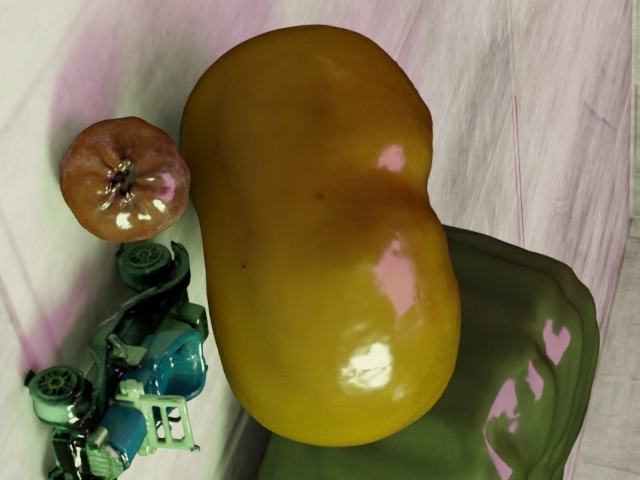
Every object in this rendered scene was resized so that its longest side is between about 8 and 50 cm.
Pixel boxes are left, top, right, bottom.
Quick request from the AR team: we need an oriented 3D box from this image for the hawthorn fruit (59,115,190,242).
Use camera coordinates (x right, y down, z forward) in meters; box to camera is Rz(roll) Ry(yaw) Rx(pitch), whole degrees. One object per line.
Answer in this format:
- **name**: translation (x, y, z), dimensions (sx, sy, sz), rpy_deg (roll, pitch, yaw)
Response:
- **hawthorn fruit**: translation (-0.102, -0.031, 0.768), dimensions (0.103, 0.066, 0.067), rpy_deg (170, -72, -81)

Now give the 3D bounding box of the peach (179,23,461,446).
- **peach**: translation (0.000, 0.000, 0.853), dimensions (0.251, 0.153, 0.251), rpy_deg (-11, 90, -85)

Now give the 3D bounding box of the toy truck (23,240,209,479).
- **toy truck**: translation (-0.092, 0.071, 0.791), dimensions (0.154, 0.078, 0.080), rpy_deg (-62, 154, -50)

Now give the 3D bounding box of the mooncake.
- **mooncake**: translation (0.086, 0.167, 1.118), dimensions (0.356, 0.194, 0.356), rpy_deg (17, 90, -77)
